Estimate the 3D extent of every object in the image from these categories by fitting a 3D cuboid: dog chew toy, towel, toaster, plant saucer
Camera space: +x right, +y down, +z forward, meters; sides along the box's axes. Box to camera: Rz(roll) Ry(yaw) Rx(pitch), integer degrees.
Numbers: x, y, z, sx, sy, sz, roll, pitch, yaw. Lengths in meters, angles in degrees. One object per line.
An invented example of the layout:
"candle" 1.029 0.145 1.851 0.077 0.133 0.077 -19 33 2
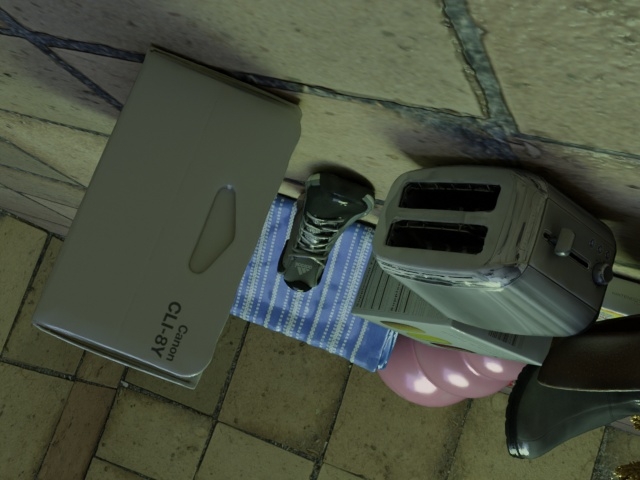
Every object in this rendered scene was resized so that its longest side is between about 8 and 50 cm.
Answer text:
"dog chew toy" 0.215 0.148 1.320 0.206 0.206 0.332 23 161 -20
"towel" -0.035 0.053 1.269 0.336 0.040 0.243 20 128 6
"toaster" 0.153 0.006 0.828 0.227 0.129 0.146 7 161 46
"plant saucer" 0.361 0.094 0.831 0.310 0.050 0.310 -7 177 0

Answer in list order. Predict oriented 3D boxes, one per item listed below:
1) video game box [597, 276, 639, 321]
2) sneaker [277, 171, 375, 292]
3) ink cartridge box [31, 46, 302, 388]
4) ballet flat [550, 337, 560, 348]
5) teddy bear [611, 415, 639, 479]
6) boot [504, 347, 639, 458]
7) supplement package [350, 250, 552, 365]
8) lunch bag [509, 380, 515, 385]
"video game box" 0.384 0.092 1.084 0.205 0.048 0.187 17 168 12
"sneaker" 0.000 0.000 1.066 0.086 0.132 0.228 20 171 -4
"ink cartridge box" -0.160 -0.002 0.942 0.160 0.279 0.384 21 169 -7
"ballet flat" 0.425 0.189 1.432 0.342 0.116 0.124 24 -171 -47
"teddy bear" 0.551 0.278 1.204 0.338 0.113 0.245 -21 -154 -22
"boot" 0.413 0.203 1.147 0.338 0.118 0.222 -26 -155 -38
"supplement package" 0.164 0.057 1.060 0.139 0.134 0.244 24 169 -22
"lunch bag" 0.269 0.204 1.708 0.258 0.120 0.293 11 167 37
